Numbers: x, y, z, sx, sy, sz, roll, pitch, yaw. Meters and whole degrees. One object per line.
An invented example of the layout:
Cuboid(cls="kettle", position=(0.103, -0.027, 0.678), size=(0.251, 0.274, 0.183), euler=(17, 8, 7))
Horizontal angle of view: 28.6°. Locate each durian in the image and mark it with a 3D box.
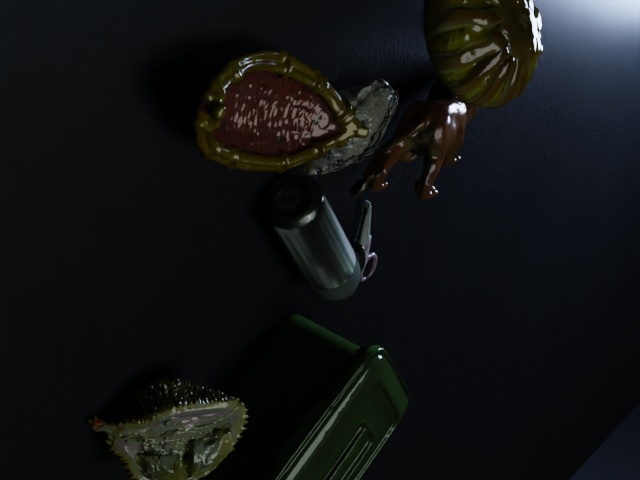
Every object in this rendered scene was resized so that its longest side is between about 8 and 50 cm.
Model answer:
Cuboid(cls="durian", position=(-0.200, 0.235, 1.551), size=(0.208, 0.102, 0.146), euler=(10, 109, -37))

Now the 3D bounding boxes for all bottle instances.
Cuboid(cls="bottle", position=(0.000, 0.000, 1.639), size=(0.096, 0.079, 0.253), euler=(-38, 149, -6))

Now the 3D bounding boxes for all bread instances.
Cuboid(cls="bread", position=(0.217, -0.270, 1.628), size=(0.213, 0.105, 0.213), euler=(2, 87, -54))

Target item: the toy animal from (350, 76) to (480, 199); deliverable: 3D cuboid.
Cuboid(cls="toy animal", position=(0.149, -0.156, 1.683), size=(0.312, 0.097, 0.157), euler=(-44, 156, -61))

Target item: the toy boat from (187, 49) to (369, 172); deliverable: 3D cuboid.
Cuboid(cls="toy boat", position=(-0.059, -0.140, 1.377), size=(0.318, 0.099, 0.141), euler=(0, 115, -60))

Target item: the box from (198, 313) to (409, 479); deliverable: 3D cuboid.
Cuboid(cls="box", position=(-0.042, 0.279, 1.766), size=(0.328, 0.178, 0.253), euler=(-53, 154, -14))

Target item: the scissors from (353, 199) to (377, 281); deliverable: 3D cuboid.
Cuboid(cls="scissors", position=(0.060, 0.009, 1.815), size=(0.085, 0.022, 0.176), euler=(-34, 148, -33))

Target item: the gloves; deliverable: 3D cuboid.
Cuboid(cls="gloves", position=(0.039, -0.138, 1.574), size=(0.153, 0.070, 0.114), euler=(-34, 144, -40))
